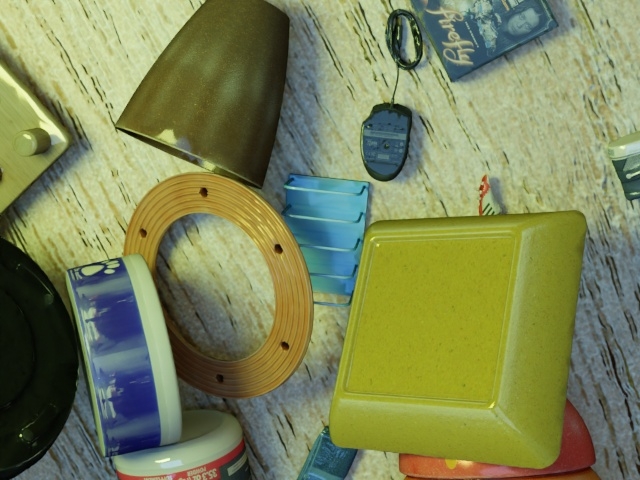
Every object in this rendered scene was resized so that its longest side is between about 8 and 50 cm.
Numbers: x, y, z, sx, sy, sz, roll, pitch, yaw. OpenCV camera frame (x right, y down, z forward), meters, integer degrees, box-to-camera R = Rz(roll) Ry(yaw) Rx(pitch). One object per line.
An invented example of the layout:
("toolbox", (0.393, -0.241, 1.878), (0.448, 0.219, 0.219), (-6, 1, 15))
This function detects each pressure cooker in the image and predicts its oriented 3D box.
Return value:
("pressure cooker", (-0.588, 0.193, 1.366), (0.420, 0.369, 0.375), (-26, 118, 34))

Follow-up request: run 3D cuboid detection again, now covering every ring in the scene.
("ring", (-0.147, 0.065, 1.423), (0.337, 0.032, 0.336), (10, 109, 31))

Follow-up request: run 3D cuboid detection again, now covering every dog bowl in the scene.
("dog bowl", (-0.270, 0.156, 1.363), (0.104, 0.265, 0.264), (-12, 100, -17))

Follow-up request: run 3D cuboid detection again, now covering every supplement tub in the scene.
("supplement tub", (-0.187, 0.402, 1.468), (0.191, 0.191, 0.272), (-9, 99, 8))

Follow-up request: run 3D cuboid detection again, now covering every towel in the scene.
("towel", (0.008, 0.346, 1.518), (0.067, 0.029, 0.119), (25, 102, 1))

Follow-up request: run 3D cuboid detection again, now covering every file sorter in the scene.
("file sorter", (0.000, 0.000, 1.419), (0.118, 0.104, 0.170), (6, 100, 5))

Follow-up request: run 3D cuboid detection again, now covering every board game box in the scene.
("board game box", (0.196, -0.361, 1.362), (0.165, 0.042, 0.243), (-27, 96, 10))

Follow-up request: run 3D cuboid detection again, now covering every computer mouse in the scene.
("computer mouse", (0.102, -0.203, 1.409), (0.071, 0.041, 0.242), (10, 95, 6))

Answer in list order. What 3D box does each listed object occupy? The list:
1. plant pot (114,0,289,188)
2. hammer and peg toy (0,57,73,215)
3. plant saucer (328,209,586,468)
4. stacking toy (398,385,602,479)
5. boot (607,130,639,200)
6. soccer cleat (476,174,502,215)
("plant pot", (-0.135, -0.216, 1.358), (0.215, 0.215, 0.230), (22, 89, 2))
("hammer and peg toy", (-0.564, -0.188, 1.438), (0.266, 0.127, 0.361), (-42, 93, 14))
("plant saucer", (0.155, 0.107, 1.288), (0.333, 0.081, 0.332), (-2, 67, 36))
("stacking toy", (0.227, 0.230, 1.376), (0.351, 0.350, 0.479), (-7, 81, 8))
("boot", (0.496, -0.121, 1.366), (0.190, 0.069, 0.086), (-18, 105, 17))
("soccer cleat", (0.241, -0.053, 1.422), (0.036, 0.029, 0.083), (-1, 103, -2))
